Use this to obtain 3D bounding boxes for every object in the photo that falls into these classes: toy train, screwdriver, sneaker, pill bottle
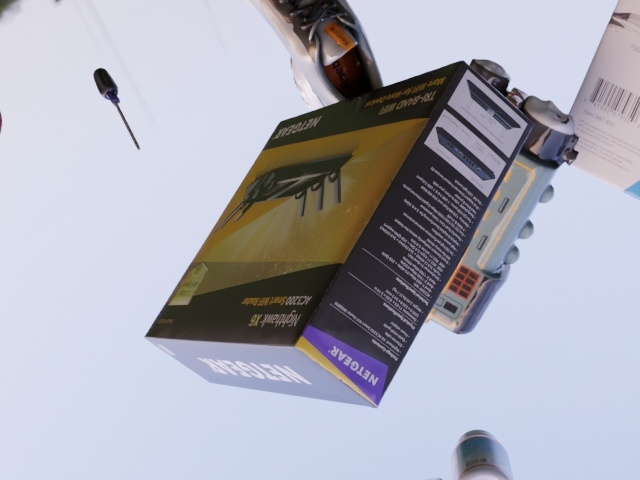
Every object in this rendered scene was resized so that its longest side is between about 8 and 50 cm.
[{"bbox_3d":[0.170,-0.047,1.370,0.334,0.190,0.142,-63,173,21],"label":"toy train"},{"bbox_3d":[-0.239,-0.157,1.362,0.025,0.024,0.170,4,-143,-40],"label":"screwdriver"},{"bbox_3d":[-0.013,-0.238,1.146,0.100,0.271,0.108,-38,-159,-9],"label":"sneaker"},{"bbox_3d":[0.231,0.333,1.624,0.087,0.087,0.160,-22,-168,9],"label":"pill bottle"}]

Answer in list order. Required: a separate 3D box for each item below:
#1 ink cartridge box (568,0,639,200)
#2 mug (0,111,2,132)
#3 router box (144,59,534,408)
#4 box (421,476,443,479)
[{"bbox_3d":[0.451,-0.196,1.348,0.223,0.307,0.129,33,-155,28],"label":"ink cartridge box"},{"bbox_3d":[-0.350,-0.111,0.884,0.113,0.169,0.150,-5,-127,24],"label":"mug"},{"bbox_3d":[0.000,0.000,0.901,0.243,0.081,0.309,-60,-158,-18],"label":"router box"},{"bbox_3d":[0.183,0.416,1.377,0.232,0.127,0.148,34,-85,22],"label":"box"}]
